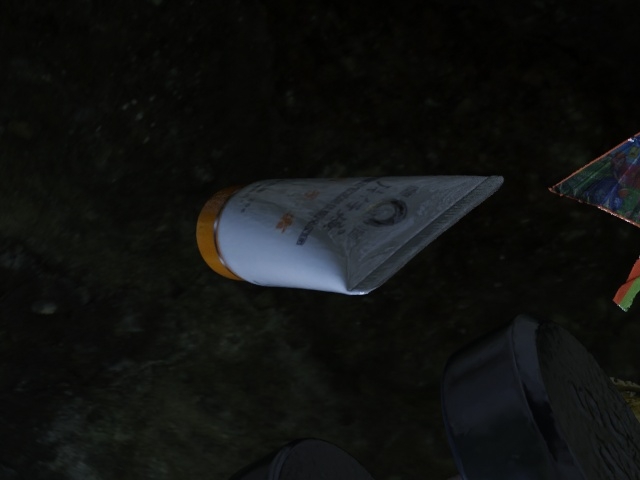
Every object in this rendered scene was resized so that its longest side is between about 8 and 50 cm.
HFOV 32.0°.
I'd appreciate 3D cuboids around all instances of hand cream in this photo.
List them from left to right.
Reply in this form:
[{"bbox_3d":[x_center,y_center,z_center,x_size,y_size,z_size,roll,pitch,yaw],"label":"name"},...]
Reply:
[{"bbox_3d":[0.000,0.000,0.866,0.139,0.314,0.089,-39,-70,-27],"label":"hand cream"}]

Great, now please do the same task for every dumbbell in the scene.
[{"bbox_3d":[0.063,0.152,0.608,0.152,0.218,0.152,43,-152,-30],"label":"dumbbell"}]

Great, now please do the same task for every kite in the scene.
[{"bbox_3d":[0.233,-0.023,0.751,0.010,0.190,0.159,-3,-67,-42],"label":"kite"}]

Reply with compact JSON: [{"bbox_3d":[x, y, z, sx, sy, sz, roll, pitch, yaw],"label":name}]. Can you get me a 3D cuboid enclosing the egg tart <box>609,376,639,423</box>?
[{"bbox_3d":[0.360,0.271,1.139,0.315,0.120,0.315,16,-127,-22],"label":"egg tart"}]
